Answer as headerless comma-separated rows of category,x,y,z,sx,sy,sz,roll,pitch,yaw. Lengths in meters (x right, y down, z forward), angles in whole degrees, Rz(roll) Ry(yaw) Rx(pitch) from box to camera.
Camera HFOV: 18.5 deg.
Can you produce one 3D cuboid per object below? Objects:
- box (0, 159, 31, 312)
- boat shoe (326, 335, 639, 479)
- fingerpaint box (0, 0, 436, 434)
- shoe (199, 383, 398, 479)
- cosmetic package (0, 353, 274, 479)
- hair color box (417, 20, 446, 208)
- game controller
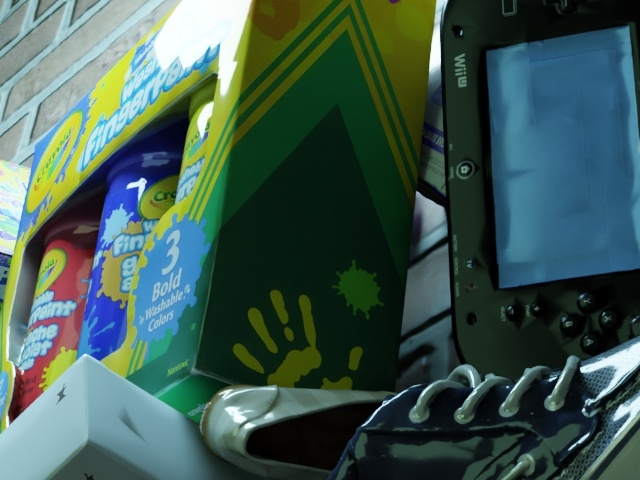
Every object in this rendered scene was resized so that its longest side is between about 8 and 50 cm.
box,-0.362,0.084,1.918,0.279,0.177,0.290,-67,24,14
boat shoe,0.123,0.112,1.164,0.340,0.158,0.127,-51,-13,8
fingerpaint box,-0.108,0.021,1.538,0.445,0.163,0.371,-34,42,53
shoe,0.031,0.135,1.270,0.058,0.219,0.076,-175,93,-66
cosmetic package,-0.169,0.282,1.337,0.377,0.284,0.097,-43,28,22
hair color box,0.189,-0.166,1.473,0.339,0.110,0.185,-53,26,0
game controller,0.164,-0.051,1.295,0.166,0.067,0.319,-5,66,10
